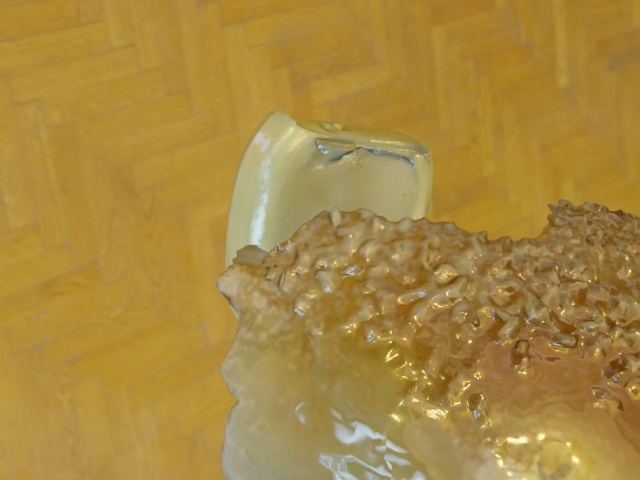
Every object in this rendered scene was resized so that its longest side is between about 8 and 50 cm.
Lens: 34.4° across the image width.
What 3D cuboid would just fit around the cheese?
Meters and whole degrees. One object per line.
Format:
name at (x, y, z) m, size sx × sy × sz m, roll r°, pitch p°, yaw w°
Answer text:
cheese at (0.000, 0.000, 1.266) m, size 0.259 × 0.128 × 0.316 m, roll 6°, pitch 111°, yaw -23°

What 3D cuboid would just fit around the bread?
bread at (0.117, 0.081, 0.428) m, size 0.314 × 0.192 × 0.171 m, roll 16°, pitch 107°, yaw -42°
